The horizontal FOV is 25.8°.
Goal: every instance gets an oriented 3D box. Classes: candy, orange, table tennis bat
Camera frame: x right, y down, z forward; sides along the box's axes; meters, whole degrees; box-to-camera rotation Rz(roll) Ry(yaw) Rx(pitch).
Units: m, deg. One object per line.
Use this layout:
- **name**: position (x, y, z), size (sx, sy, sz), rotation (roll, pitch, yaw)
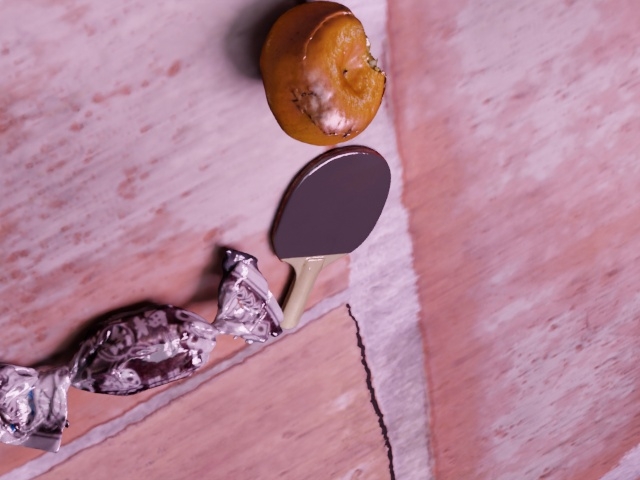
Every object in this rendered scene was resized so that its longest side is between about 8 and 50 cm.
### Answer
- **candy**: position (-0.127, 0.075, 0.923), size (0.226, 0.051, 0.094), rotation (-22, 137, -20)
- **orange**: position (-0.004, -0.097, 0.834), size (0.086, 0.062, 0.086), rotation (2, 87, -49)
- **table tennis bat**: position (0.000, 0.000, 0.979), size (0.087, 0.013, 0.156), rotation (-5, 131, -37)
